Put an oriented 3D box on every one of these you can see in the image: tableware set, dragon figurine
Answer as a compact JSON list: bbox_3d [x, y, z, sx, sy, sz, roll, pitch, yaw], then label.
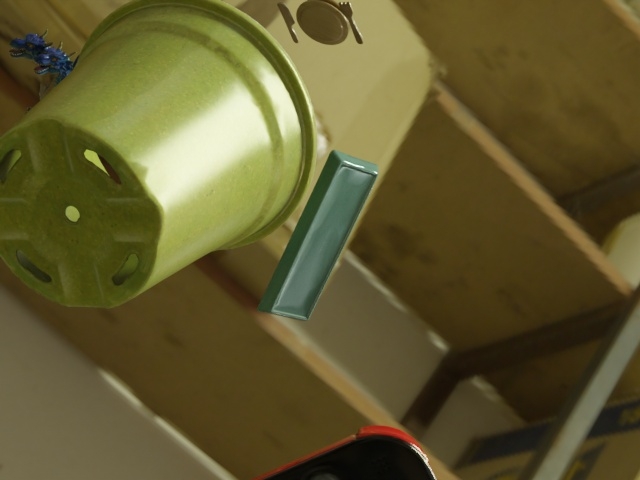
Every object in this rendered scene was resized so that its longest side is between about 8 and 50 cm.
[{"bbox_3d":[-0.010,-0.374,1.894,0.128,0.039,0.194,6,-38,29],"label":"tableware set"},{"bbox_3d":[-0.321,-0.209,1.810,0.144,0.289,0.085,-52,-128,26],"label":"dragon figurine"}]

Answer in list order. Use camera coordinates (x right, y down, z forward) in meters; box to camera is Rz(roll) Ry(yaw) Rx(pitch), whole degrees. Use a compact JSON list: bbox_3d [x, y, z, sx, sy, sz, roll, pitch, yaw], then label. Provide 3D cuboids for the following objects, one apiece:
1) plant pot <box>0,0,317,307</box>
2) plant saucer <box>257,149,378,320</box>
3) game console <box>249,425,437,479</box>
[{"bbox_3d":[-0.176,-0.067,1.200,0.276,0.254,0.276,10,-62,19],"label":"plant pot"},{"bbox_3d":[0.000,0.000,1.348,0.067,0.192,0.018,16,17,-38],"label":"plant saucer"},{"bbox_3d":[0.027,0.435,1.528,0.060,0.342,0.386,-101,165,-76],"label":"game console"}]
